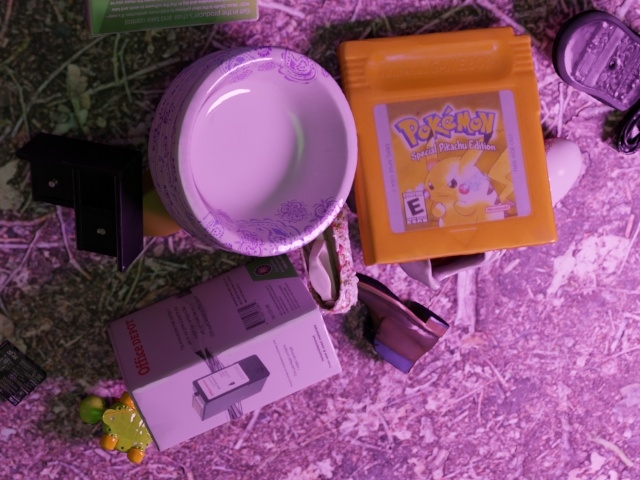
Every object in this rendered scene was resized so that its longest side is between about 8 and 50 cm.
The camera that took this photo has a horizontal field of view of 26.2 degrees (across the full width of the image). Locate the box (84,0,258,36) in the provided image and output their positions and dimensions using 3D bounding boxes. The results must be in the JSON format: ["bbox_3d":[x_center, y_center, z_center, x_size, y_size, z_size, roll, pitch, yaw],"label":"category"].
[{"bbox_3d":[-0.205,-0.439,1.806,0.232,0.058,0.322,-7,113,-14],"label":"box"}]

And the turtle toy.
[{"bbox_3d":[-0.304,0.273,2.078,0.130,0.066,0.095,30,78,-23],"label":"turtle toy"}]

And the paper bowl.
[{"bbox_3d":[-0.102,-0.126,1.893,0.284,0.148,0.284,-5,100,-31],"label":"paper bowl"}]

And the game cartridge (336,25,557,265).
[{"bbox_3d":[0.182,-0.138,1.973,0.285,0.053,0.323,-7,89,-10],"label":"game cartridge"}]

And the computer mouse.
[{"bbox_3d":[0.433,-0.260,2.078,0.272,0.072,0.188,28,101,-38],"label":"computer mouse"}]

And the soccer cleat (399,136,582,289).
[{"bbox_3d":[0.272,-0.032,2.080,0.331,0.143,0.116,-33,118,-2],"label":"soccer cleat"}]

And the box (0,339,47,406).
[{"bbox_3d":[-0.456,0.196,2.025,0.067,0.018,0.083,-43,118,4],"label":"box"}]

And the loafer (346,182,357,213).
[{"bbox_3d":[0.142,-0.099,2.051,0.251,0.094,0.087,-12,129,-9],"label":"loafer"}]

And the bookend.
[{"bbox_3d":[-0.329,-0.054,1.893,0.157,0.072,0.156,12,121,14],"label":"bookend"}]

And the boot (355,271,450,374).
[{"bbox_3d":[0.093,0.129,2.131,0.219,0.082,0.106,29,99,-28],"label":"boot"}]

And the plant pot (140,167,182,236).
[{"bbox_3d":[-0.231,-0.052,1.954,0.083,0.081,0.081,-31,119,14],"label":"plant pot"}]

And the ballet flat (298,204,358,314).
[{"bbox_3d":[0.000,0.000,2.014,0.091,0.077,0.241,-12,103,25],"label":"ballet flat"}]

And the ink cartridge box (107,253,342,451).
[{"bbox_3d":[-0.143,0.154,1.997,0.289,0.211,0.121,-23,119,-5],"label":"ink cartridge box"}]
